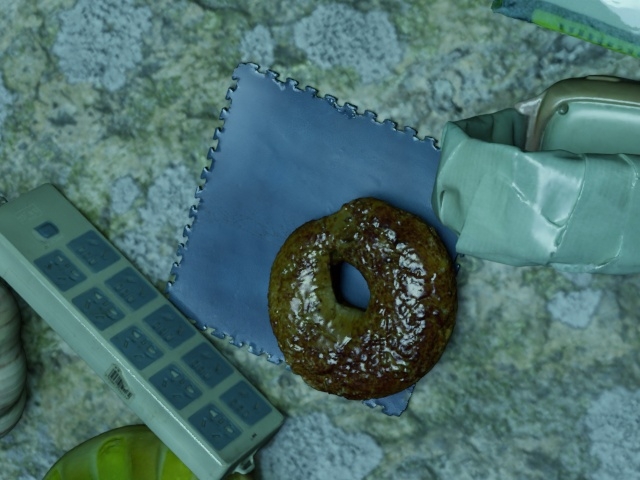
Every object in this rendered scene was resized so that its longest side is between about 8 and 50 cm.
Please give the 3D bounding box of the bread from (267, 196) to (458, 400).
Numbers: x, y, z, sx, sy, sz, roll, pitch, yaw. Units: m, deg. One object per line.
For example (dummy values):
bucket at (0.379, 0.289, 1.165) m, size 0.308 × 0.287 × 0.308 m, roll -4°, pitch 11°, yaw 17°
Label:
bread at (0.036, 0.056, 1.570) m, size 0.193 × 0.064 × 0.193 m, roll 3°, pitch 99°, yaw 22°

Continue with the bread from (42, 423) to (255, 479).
bread at (-0.192, 0.261, 1.658) m, size 0.260 × 0.158 × 0.156 m, roll -33°, pitch 85°, yaw 20°

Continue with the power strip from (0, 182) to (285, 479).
power strip at (-0.188, 0.080, 1.635) m, size 0.367 × 0.106 × 0.043 m, roll 44°, pitch 129°, yaw 9°

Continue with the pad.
pad at (0.000, 0.000, 1.611) m, size 0.269 × 0.012 × 0.269 m, roll 25°, pitch 109°, yaw 14°

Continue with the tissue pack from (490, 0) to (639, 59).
tissue pack at (0.293, -0.299, 1.381) m, size 0.228 × 0.128 × 0.311 m, roll 20°, pitch 108°, yaw 12°

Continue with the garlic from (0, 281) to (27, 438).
garlic at (-0.406, 0.116, 1.648) m, size 0.245 × 0.253 × 0.245 m, roll 10°, pitch 117°, yaw 21°

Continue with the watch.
watch at (0.220, -0.045, 1.399) m, size 0.253 × 0.241 × 0.162 m, roll 9°, pitch 102°, yaw 18°
